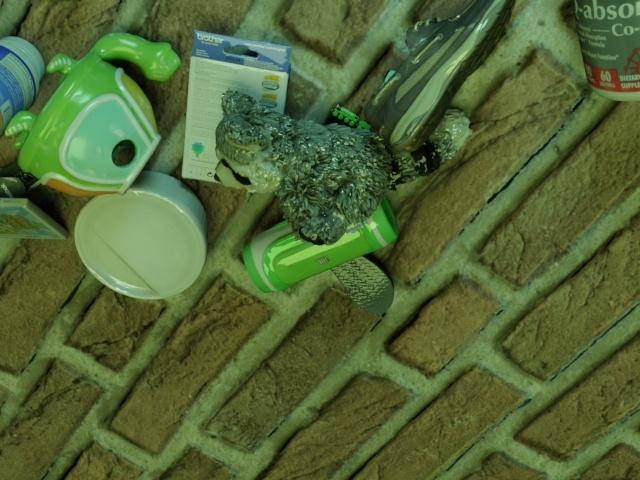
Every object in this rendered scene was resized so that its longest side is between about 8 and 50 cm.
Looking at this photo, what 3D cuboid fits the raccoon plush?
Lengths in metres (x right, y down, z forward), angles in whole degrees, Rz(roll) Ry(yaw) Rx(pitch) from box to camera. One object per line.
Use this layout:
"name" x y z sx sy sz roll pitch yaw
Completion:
"raccoon plush" 0.017 -0.205 1.581 0.446 0.216 0.299 -37 125 -6

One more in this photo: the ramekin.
"ramekin" -0.357 -0.020 1.795 0.273 0.127 0.273 3 123 5

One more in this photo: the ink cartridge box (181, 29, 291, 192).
"ink cartridge box" -0.161 -0.249 1.660 0.186 0.065 0.311 10 126 0

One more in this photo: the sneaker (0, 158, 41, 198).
"sneaker" -0.612 -0.124 1.776 0.234 0.106 0.078 -21 118 20

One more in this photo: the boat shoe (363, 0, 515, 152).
"boat shoe" 0.200 -0.321 1.475 0.130 0.132 0.355 36 89 14

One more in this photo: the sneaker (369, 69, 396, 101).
"sneaker" 0.134 -0.263 1.624 0.069 0.038 0.098 28 122 -9

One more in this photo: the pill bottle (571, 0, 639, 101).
"pill bottle" 0.497 -0.422 1.370 0.210 0.210 0.363 -13 119 16

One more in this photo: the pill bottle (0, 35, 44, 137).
"pill bottle" -0.607 -0.273 1.581 0.152 0.272 0.152 3 123 5

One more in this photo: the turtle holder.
"turtle holder" -0.411 -0.226 1.627 0.227 0.320 0.243 34 151 -10

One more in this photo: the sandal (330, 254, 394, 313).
"sandal" 0.063 0.047 1.831 0.097 0.054 0.254 -41 100 20

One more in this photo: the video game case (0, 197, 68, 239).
"video game case" -0.656 -0.044 1.807 0.193 0.023 0.212 1 162 7

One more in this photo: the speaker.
"speaker" 0.000 0.000 1.726 0.296 0.131 0.131 -23 117 14

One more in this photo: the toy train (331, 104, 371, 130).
"toy train" 0.060 -0.233 1.666 0.083 0.017 0.023 30 112 -11
